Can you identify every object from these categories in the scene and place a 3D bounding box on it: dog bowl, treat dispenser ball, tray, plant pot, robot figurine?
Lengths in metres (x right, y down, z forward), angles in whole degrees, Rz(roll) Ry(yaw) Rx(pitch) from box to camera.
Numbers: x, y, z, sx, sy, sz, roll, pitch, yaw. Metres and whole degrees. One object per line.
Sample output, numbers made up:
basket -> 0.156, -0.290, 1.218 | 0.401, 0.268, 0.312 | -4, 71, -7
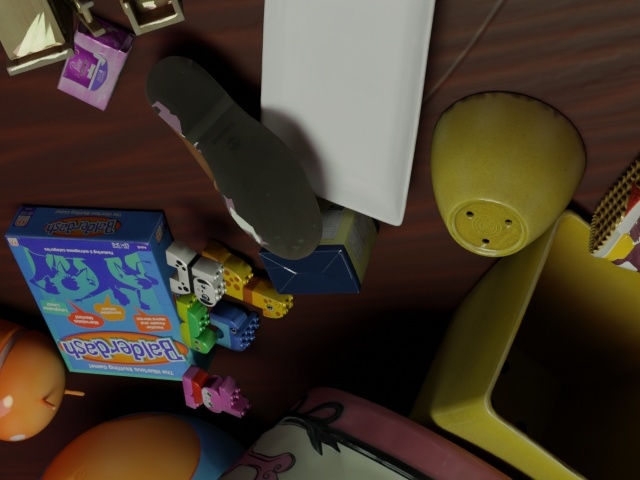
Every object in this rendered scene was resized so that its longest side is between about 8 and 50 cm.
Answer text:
dog bowl -> 0.097, 0.287, 1.489 | 0.408, 0.150, 0.408 | 30, 166, 8
treat dispenser ball -> -0.181, 0.329, 1.711 | 0.288, 0.288, 0.288 | 11, 138, 10
tray -> 0.021, -0.134, 1.323 | 0.145, 0.030, 0.270 | 21, 139, 14
plant pot -> 0.150, -0.043, 1.330 | 0.134, 0.095, 0.134 | 11, 137, 10
robot figurine -> -0.370, 0.142, 1.703 | 0.219, 0.128, 0.158 | 16, 144, 10
plant pot -> 0.203, 0.133, 1.429 | 0.212, 0.212, 0.187 | 37, 150, -18

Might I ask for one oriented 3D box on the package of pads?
package of pads -> -0.199, -0.157, 1.396 | 0.050, 0.032, 0.083 | 24, 139, -6

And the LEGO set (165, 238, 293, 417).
LEGO set -> -0.081, 0.078, 1.555 | 0.093, 0.087, 0.227 | 21, 140, 21

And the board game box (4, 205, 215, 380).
board game box -> -0.211, 0.057, 1.616 | 0.160, 0.047, 0.210 | 2, 137, 19

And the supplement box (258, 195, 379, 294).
supplement box -> 0.000, 0.000, 1.444 | 0.083, 0.083, 0.056 | -2, 135, 23

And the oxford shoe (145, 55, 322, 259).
oxford shoe -> -0.072, -0.075, 1.388 | 0.076, 0.076, 0.212 | -38, 98, -2

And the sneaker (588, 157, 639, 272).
sneaker -> 0.299, -0.036, 1.310 | 0.083, 0.070, 0.185 | 20, 145, -14

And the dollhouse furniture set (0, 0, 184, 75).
dollhouse furniture set -> -0.211, -0.254, 1.279 | 0.161, 0.101, 0.182 | -17, 131, 3
